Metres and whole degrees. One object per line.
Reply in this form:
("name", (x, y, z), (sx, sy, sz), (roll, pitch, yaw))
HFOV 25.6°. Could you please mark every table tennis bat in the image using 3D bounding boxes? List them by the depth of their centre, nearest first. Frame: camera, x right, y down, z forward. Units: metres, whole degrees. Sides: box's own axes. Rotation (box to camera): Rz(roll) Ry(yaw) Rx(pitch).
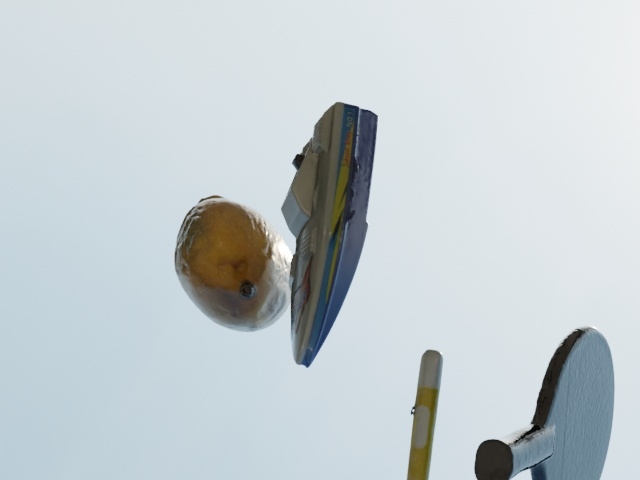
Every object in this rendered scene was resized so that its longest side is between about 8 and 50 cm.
("table tennis bat", (0.171, 0.140, 1.019), (0.027, 0.150, 0.236), (7, -174, 30))

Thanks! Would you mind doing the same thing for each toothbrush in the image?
("toothbrush", (0.073, 0.232, 1.142), (0.021, 0.288, 0.024), (6, 178, 23))

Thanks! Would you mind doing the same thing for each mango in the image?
("mango", (-0.114, 0.029, 1.882), (0.144, 0.187, 0.359), (-31, -175, 0))

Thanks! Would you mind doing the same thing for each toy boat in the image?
("toy boat", (0.000, 0.000, 1.499), (0.088, 0.129, 0.295), (14, -119, -10))
